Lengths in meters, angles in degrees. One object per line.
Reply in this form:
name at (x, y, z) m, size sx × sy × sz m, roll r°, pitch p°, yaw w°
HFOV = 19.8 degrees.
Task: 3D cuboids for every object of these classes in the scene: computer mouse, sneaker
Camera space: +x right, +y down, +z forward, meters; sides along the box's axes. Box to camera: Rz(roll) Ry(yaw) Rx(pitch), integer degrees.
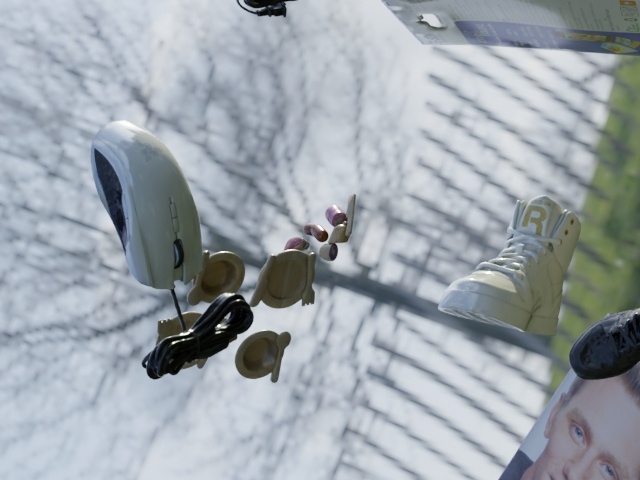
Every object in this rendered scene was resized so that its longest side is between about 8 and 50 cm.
computer mouse at (-0.116, -0.001, 1.364) m, size 0.106 × 0.042 × 0.193 m, roll -22°, pitch -88°, yaw -41°
sneaker at (0.287, 0.067, 1.543) m, size 0.089 × 0.170 × 0.051 m, roll 50°, pitch -161°, yaw -73°
sneaker at (0.231, 0.022, 2.205) m, size 0.292 × 0.108 × 0.169 m, roll 11°, pitch -87°, yaw -68°

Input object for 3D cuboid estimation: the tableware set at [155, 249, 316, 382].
tableware set at (-0.080, 0.071, 1.787) m, size 0.168 × 0.020 × 0.141 m, roll 6°, pitch -67°, yaw -35°

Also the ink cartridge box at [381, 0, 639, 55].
ink cartridge box at (0.245, -0.278, 2.137) m, size 0.303 × 0.307 × 0.072 m, roll 21°, pitch -105°, yaw -76°

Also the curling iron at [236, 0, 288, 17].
curling iron at (0.035, -0.307, 1.852) m, size 0.274 × 0.035 × 0.068 m, roll -30°, pitch -38°, yaw 6°

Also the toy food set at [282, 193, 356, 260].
toy food set at (0.000, 0.000, 1.977) m, size 0.122 × 0.019 × 0.078 m, roll -31°, pitch 38°, yaw 39°

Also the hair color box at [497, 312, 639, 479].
hair color box at (0.267, 0.258, 1.772) m, size 0.105 × 0.174 × 0.347 m, roll 9°, pitch -59°, yaw -38°
